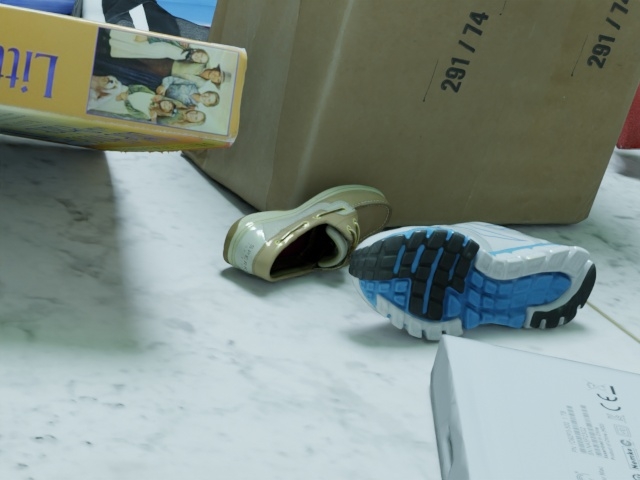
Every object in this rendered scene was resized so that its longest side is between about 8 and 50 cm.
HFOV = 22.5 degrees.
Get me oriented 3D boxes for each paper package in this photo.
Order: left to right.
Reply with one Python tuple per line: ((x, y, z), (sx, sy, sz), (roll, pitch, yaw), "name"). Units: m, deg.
((0.094, -0.181, 1.167), (0.309, 0.324, 0.168), (-1, 28, -35), "paper package")

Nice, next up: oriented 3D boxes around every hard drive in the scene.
((0.217, 0.138, 0.863), (0.308, 0.040, 0.203), (12, 23, -6), "hard drive")

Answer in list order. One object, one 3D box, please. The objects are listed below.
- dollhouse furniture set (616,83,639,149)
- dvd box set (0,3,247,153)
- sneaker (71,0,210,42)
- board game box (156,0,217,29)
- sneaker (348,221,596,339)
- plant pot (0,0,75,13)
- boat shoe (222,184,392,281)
((0.406, -0.066, 1.369), (0.374, 0.152, 0.201), (9, 16, 36), "dollhouse furniture set")
((-0.288, -0.113, 0.949), (0.420, 0.062, 0.307), (8, 0, -21), "dvd box set")
((-0.143, -0.171, 1.332), (0.121, 0.079, 0.217), (12, 31, -14), "sneaker")
((-0.112, -0.199, 1.463), (0.133, 0.033, 0.168), (4, 19, -12), "board game box")
((0.085, 0.019, 1.041), (0.191, 0.071, 0.083), (6, 16, -39), "sneaker")
((-0.312, -0.339, 1.423), (0.236, 0.236, 0.212), (-4, 22, -37), "plant pot")
((0.000, 0.000, 1.049), (0.135, 0.050, 0.045), (-19, 42, -38), "boat shoe")
